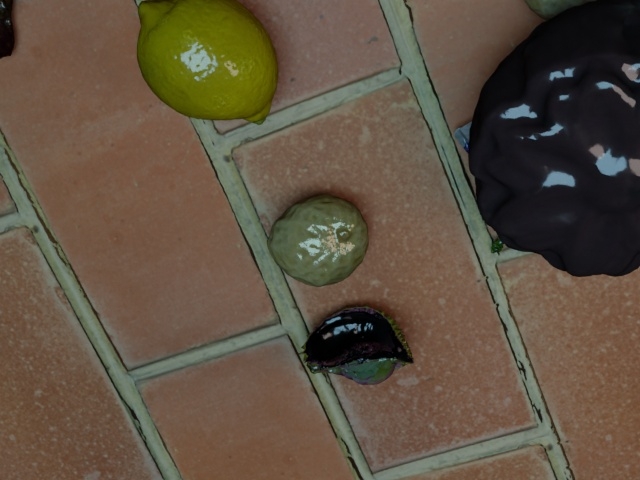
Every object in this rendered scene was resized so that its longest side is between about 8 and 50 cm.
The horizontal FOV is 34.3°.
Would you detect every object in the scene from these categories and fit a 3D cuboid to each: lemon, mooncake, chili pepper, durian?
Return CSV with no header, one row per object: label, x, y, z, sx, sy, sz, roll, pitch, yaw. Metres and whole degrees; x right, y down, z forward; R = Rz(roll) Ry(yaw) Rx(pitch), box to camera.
lemon,-0.160,-0.261,1.484,0.244,0.187,0.187,39,111,-18
mooncake,0.384,-0.126,1.427,0.350,0.212,0.381,-6,128,14
chili pepper,0.290,-0.014,1.625,0.027,0.022,0.083,3,116,-31
durian,0.067,0.177,1.700,0.187,0.119,0.108,-9,148,13

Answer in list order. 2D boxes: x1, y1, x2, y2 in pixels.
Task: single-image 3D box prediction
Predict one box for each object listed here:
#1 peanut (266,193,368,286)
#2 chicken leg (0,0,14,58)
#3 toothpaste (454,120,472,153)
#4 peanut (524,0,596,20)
peanut,0.000,0.000,1.612,0.159,0.109,0.140,-38,117,23
chicken leg,-0.430,-0.414,1.514,0.322,0.083,0.177,-37,119,16
toothpaste,0.353,-0.209,1.518,0.323,0.066,0.100,-33,112,22
peanut,0.310,-0.381,1.438,0.104,0.085,0.228,-42,104,0
